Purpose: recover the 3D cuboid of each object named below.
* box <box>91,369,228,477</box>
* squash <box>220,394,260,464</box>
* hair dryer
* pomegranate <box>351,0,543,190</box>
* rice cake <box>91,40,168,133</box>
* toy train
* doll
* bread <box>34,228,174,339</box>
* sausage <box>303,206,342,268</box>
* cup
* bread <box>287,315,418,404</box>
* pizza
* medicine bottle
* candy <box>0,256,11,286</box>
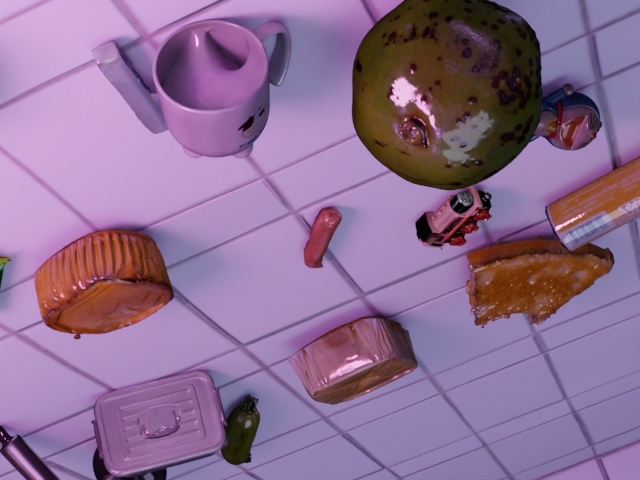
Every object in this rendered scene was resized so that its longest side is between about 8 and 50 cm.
[{"bbox_3d":[-0.301,0.357,2.211,0.243,0.163,0.135,-14,160,-9],"label":"box"},{"bbox_3d":[-0.171,0.417,2.463,0.080,0.071,0.318,-11,151,-14],"label":"squash"},{"bbox_3d":[-0.459,0.434,2.224,0.156,0.284,0.320,-18,-172,26],"label":"hair dryer"},{"bbox_3d":[0.159,-0.193,1.441,0.254,0.270,0.254,11,128,14],"label":"pomegranate"},{"bbox_3d":[-0.225,-0.186,1.427,0.042,0.030,0.180,-24,152,4],"label":"rice cake"},{"bbox_3d":[0.220,-0.038,1.915,0.087,0.050,0.138,6,143,-31],"label":"toy train"},{"bbox_3d":[0.347,-0.178,1.713,0.152,0.085,0.114,7,125,-21],"label":"doll"},{"bbox_3d":[-0.322,0.060,1.728,0.199,0.104,0.199,-14,156,-7],"label":"bread"},{"bbox_3d":[0.000,0.000,1.871,0.042,0.036,0.158,21,145,2],"label":"sausage"},{"bbox_3d":[-0.120,-0.186,1.416,0.134,0.173,0.142,14,153,8],"label":"cup"},{"bbox_3d":[0.066,0.225,2.227,0.210,0.109,0.192,-28,156,18],"label":"bread"},{"bbox_3d":[0.375,0.066,2.145,0.324,0.089,0.223,0,141,-26],"label":"pizza"},{"bbox_3d":[0.577,-0.118,1.928,0.426,0.108,0.108,-29,150,22],"label":"medicine bottle"},{"bbox_3d":[-0.513,0.069,1.707,0.102,0.032,0.178,-4,148,-24],"label":"candy"}]
